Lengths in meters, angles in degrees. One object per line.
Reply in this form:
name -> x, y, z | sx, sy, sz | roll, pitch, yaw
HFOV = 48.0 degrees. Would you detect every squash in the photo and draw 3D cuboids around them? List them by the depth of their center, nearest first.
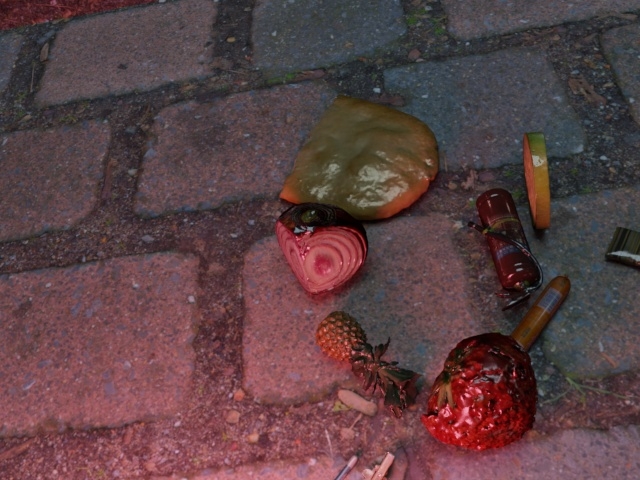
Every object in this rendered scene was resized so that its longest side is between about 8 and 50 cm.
squash -> 0.552, -0.151, 1.826 | 0.049, 0.252, 0.252 | -5, 51, 11

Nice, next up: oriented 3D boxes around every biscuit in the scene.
biscuit -> 0.119, -0.235, 2.086 | 0.446, 0.104, 0.429 | 24, 60, 29

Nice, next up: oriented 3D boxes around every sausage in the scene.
sausage -> 0.493, 0.201, 1.682 | 0.053, 0.053, 0.348 | 29, 63, 30

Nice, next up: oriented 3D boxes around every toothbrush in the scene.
toothbrush -> -0.008, 0.564, 1.522 | 0.025, 0.019, 0.276 | 34, 65, 27

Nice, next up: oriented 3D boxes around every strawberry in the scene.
strawberry -> 0.348, 0.322, 1.494 | 0.220, 0.274, 0.274 | 33, 60, -3

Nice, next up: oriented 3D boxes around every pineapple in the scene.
pineapple -> 0.106, 0.281, 1.667 | 0.130, 0.119, 0.277 | -28, 50, -35

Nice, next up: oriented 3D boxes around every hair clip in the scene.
hair clip -> 0.094, 0.536, 1.505 | 0.062, 0.056, 0.214 | 30, 71, 13

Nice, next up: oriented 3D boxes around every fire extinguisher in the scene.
fire extinguisher -> 0.461, 0.024, 1.804 | 0.141, 0.105, 0.341 | -19, 48, 16

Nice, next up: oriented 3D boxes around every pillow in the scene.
pillow -> 0.814, 0.032, 1.757 | 0.203, 0.038, 0.113 | 20, 55, 25

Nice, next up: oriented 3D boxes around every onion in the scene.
onion -> 0.005, -0.002, 1.865 | 0.207, 0.216, 0.206 | -17, 33, -15
